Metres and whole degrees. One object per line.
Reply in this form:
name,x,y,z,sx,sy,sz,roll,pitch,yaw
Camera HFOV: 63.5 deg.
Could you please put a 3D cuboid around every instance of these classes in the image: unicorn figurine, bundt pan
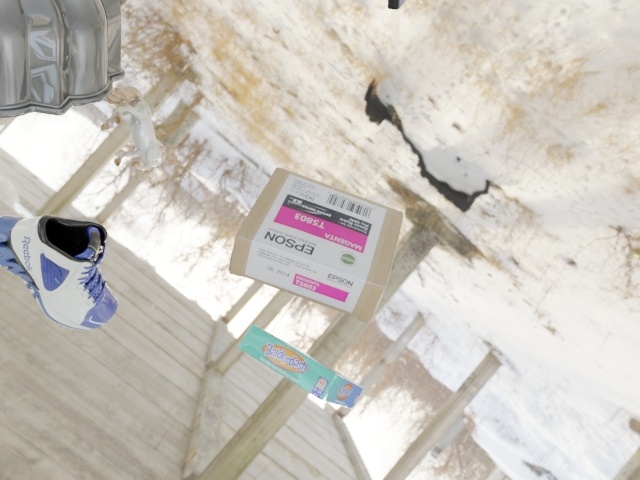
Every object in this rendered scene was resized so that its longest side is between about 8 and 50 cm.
unicorn figurine,-0.266,-0.146,0.760,0.060,0.161,0.111,14,-151,8
bundt pan,-0.362,-0.270,0.528,0.331,0.124,0.330,19,-144,-15

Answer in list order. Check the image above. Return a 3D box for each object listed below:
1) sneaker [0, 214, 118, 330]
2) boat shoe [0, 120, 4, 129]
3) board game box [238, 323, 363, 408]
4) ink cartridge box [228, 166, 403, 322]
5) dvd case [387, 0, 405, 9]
sneaker,-0.502,0.061,1.060,0.127,0.183,0.315,-83,-26,-44
boat shoe,-0.569,-0.194,0.871,0.043,0.049,0.137,37,167,-24
board game box,-0.025,0.215,0.865,0.160,0.047,0.210,26,169,23
ink cartridge box,0.000,0.000,0.829,0.235,0.193,0.088,20,133,1
dvd case,0.138,-0.513,0.800,0.022,0.180,0.252,12,132,17
